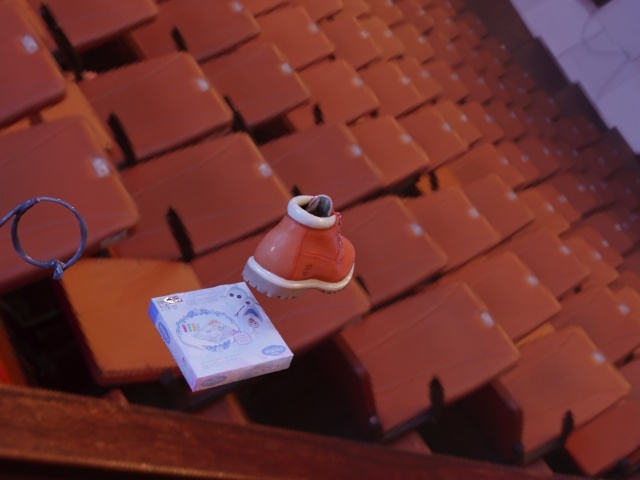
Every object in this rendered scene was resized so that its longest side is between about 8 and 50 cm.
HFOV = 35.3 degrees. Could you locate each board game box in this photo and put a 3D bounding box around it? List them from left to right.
[{"bbox_3d":[-0.083,0.077,0.830,0.090,0.090,0.020,52,-43,35],"label":"board game box"}]

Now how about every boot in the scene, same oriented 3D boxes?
[{"bbox_3d":[0.000,0.000,0.867,0.059,0.084,0.158,32,16,18],"label":"boot"}]

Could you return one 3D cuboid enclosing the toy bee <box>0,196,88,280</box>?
[{"bbox_3d":[-0.346,0.050,0.734,0.195,0.298,0.162,48,23,-22],"label":"toy bee"}]
